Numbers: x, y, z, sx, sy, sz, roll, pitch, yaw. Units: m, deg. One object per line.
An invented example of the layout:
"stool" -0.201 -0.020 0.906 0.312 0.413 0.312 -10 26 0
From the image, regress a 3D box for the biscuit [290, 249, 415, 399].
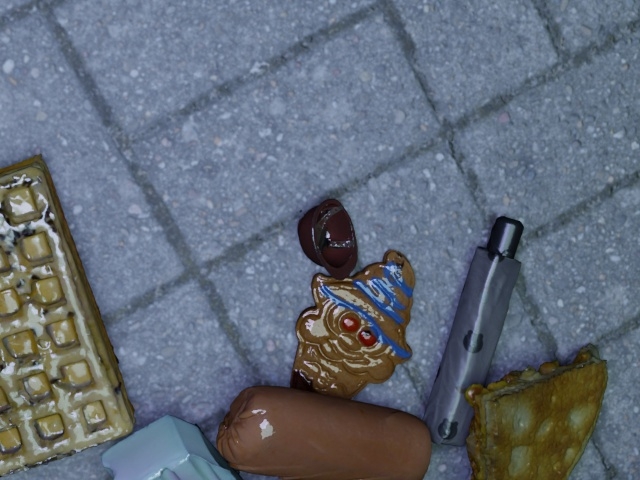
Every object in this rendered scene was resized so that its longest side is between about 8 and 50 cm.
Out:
"biscuit" 0.041 0.137 1.478 0.183 0.043 0.280 34 88 -12

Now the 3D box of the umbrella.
"umbrella" 0.221 0.130 1.495 0.073 0.067 0.337 11 97 -44

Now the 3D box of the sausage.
"sausage" 0.006 0.268 1.415 0.304 0.121 0.121 16 95 -31

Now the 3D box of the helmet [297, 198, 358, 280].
"helmet" 0.000 0.000 1.432 0.089 0.057 0.111 -38 115 -48

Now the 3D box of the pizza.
"pizza" 0.310 0.302 1.516 0.258 0.087 0.268 -10 107 -33

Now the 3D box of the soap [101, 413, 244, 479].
"soap" -0.172 0.340 1.398 0.145 0.091 0.230 -29 130 -3

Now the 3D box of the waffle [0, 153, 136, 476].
"waffle" -0.415 0.106 1.337 0.261 0.114 0.376 -18 102 -6
